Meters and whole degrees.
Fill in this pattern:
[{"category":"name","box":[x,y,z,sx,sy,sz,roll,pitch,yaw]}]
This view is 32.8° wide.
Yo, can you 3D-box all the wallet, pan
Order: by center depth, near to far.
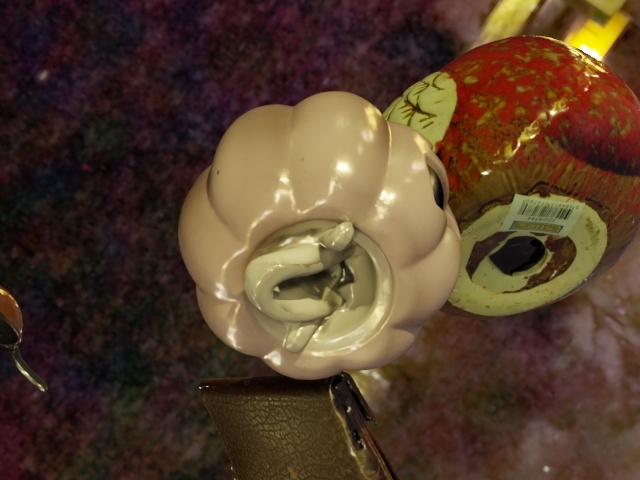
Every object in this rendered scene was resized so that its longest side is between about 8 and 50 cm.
[{"category":"pan","box":[-0.206,0.055,0.702,0.023,0.068,0.115,-62,139,-33]},{"category":"wallet","box":[-0.021,0.172,0.910,0.039,0.133,0.243,-27,-174,-32]}]

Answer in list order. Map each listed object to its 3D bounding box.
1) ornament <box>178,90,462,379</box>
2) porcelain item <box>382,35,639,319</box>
[{"category":"ornament","box":[0.000,0.001,0.674,0.177,0.177,0.177,-53,174,-8]},{"category":"porcelain item","box":[0.146,-0.069,0.893,0.253,0.253,0.253,-53,174,-8]}]
